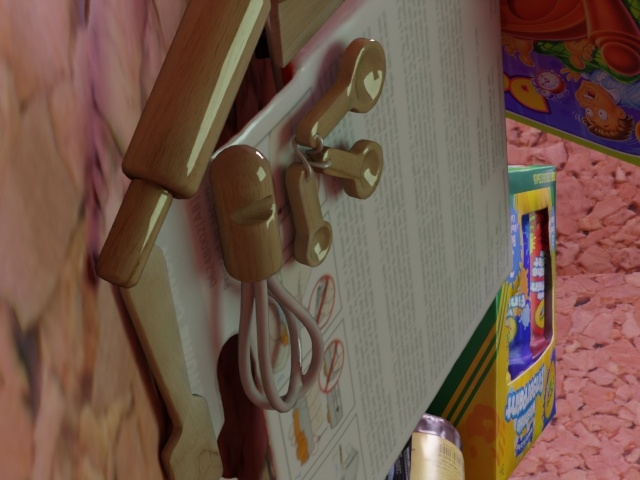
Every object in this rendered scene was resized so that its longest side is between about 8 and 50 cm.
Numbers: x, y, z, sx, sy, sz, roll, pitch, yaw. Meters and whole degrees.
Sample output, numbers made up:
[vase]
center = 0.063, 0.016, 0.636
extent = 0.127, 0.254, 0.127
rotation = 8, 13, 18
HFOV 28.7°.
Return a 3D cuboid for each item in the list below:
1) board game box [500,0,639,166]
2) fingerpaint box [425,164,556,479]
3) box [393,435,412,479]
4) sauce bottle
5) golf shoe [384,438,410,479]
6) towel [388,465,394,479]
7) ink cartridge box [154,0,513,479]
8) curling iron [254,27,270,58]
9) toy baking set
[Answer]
[board game box]
center = 0.138, -0.180, 0.871
extent = 0.078, 0.347, 0.233
rotation = -55, 150, -18
[fingerpaint box]
center = 0.204, 0.089, 1.636
extent = 0.445, 0.163, 0.371
rotation = -11, 101, -70
[box]
center = 0.058, 0.087, 1.286
extent = 0.216, 0.060, 0.270
rotation = -81, 166, -61
[sauce bottle]
center = 0.096, 0.337, 1.285
extent = 0.344, 0.111, 0.111
rotation = -85, 169, -49
[golf shoe]
center = 0.020, 0.205, 0.816
extent = 0.077, 0.093, 0.198
rotation = 72, 18, -68
[towel]
center = 0.054, 0.230, 1.116
extent = 0.209, 0.034, 0.285
rotation = -104, -178, -56
[ink cartridge box]
center = 0.000, 0.000, 0.717
extent = 0.385, 0.091, 0.308
rotation = -50, 143, -42
[curling iron]
center = -0.009, -0.151, 0.906
extent = 0.274, 0.068, 0.035
rotation = -79, 158, -83
[toy baking set]
center = -0.022, -0.014, 0.532
extent = 0.256, 0.030, 0.197
rotation = -67, 151, -15
